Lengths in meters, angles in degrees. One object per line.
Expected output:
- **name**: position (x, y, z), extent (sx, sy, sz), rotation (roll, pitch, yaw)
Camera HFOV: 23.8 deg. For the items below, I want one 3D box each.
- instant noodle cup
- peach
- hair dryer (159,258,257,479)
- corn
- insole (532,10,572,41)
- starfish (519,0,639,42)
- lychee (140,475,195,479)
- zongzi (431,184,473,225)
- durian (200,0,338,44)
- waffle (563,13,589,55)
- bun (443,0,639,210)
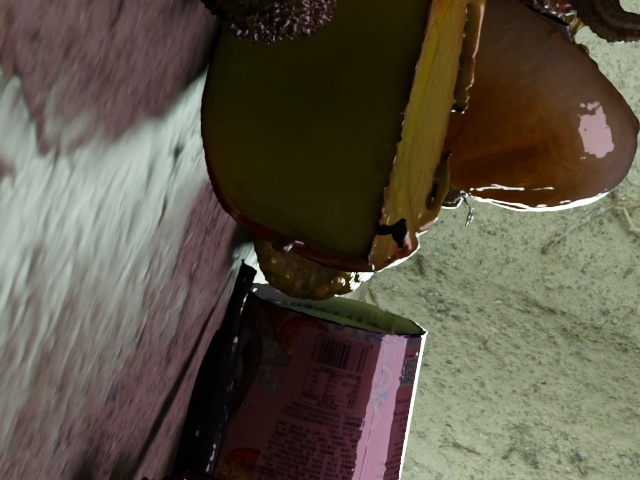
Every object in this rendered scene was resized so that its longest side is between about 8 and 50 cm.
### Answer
- **instant noodle cup**: position (-0.014, 0.178, 1.550), extent (0.243, 0.243, 0.231), rotation (-29, 133, -82)
- **peach**: position (0.017, -0.117, 0.957), extent (0.159, 0.154, 0.267), rotation (21, 81, -76)
- **hair dryer**: position (-0.109, 0.183, 1.355), extent (0.304, 0.120, 0.359), rotation (120, -13, -58)
- **corn**: position (0.000, 0.000, 1.479), extent (0.363, 0.120, 0.120), rotation (11, 101, -86)
- **insole**: position (0.171, -0.288, 1.495), extent (0.322, 0.109, 0.007), rotation (59, 39, -40)
- **starfish**: position (0.191, -0.284, 1.354), extent (0.113, 0.312, 0.303), rotation (-46, 150, -16)
- **lychee**: position (-0.110, 0.255, 1.072), extent (0.188, 0.188, 0.188), rotation (22, 90, -85)
- **zongzi**: position (0.109, -0.124, 1.742), extent (0.084, 0.187, 0.184), rotation (84, 24, -53)
- **durian**: position (-0.023, -0.143, 0.822), extent (0.091, 0.080, 0.080), rotation (-14, 129, -57)
- **waffle**: position (0.169, -0.201, 1.673), extent (0.056, 0.253, 0.249), rotation (34, 51, -75)
- **bun**: position (0.156, -0.128, 1.483), extent (0.165, 0.299, 0.299), rotation (-49, 174, -3)
